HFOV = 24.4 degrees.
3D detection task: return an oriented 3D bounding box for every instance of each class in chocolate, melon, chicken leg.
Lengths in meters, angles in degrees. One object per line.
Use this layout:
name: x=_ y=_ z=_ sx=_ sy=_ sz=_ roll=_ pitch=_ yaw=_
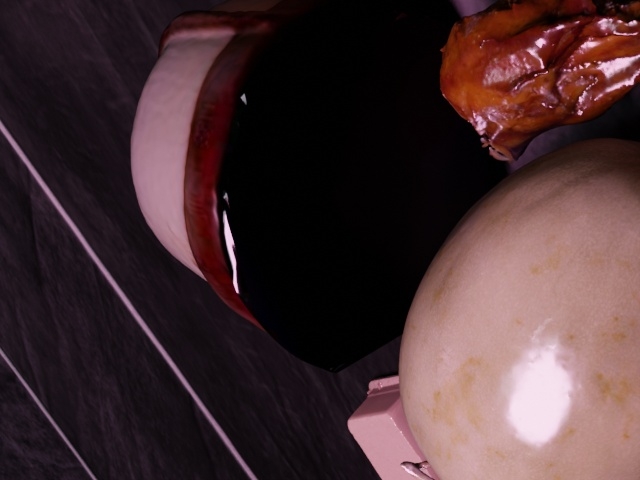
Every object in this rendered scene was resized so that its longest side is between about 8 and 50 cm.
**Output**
chocolate: x=-0.020 y=-0.059 z=1.128 sx=0.186 sy=0.283 sz=0.283 roll=10 pitch=130 yaw=50
melon: x=0.184 y=0.078 z=1.037 sx=0.272 sy=0.272 sz=0.308 roll=23 pitch=143 yaw=31
chicken leg: x=0.208 y=-0.138 z=0.970 sx=0.304 sy=0.093 sz=0.113 roll=-16 pitch=128 yaw=43

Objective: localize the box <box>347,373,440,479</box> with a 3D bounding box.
box: x=0.087 y=0.192 z=1.409 sx=0.089 sy=0.062 sz=0.122 roll=-18 pitch=109 yaw=52
